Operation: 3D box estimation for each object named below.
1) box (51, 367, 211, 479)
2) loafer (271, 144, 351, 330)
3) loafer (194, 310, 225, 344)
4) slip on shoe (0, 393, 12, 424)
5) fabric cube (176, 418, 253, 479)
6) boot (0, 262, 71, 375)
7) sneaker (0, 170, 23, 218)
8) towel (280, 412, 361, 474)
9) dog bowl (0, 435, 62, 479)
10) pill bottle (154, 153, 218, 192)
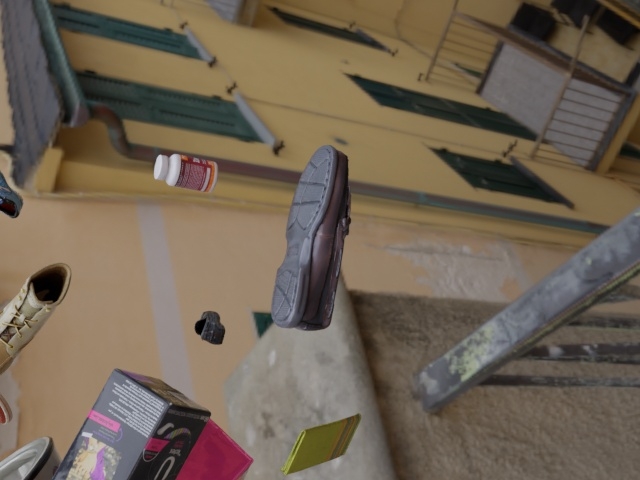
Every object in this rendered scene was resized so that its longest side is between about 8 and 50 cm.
[{"bbox_3d":[-0.348,0.391,1.385,0.143,0.165,0.270,26,83,25],"label":"box"},{"bbox_3d":[0.000,0.000,1.245,0.109,0.095,0.302,9,84,59],"label":"loafer"},{"bbox_3d":[-0.348,0.260,2.343,0.223,0.078,0.076,-147,72,-70],"label":"loafer"},{"bbox_3d":[-1.018,0.421,2.152,0.123,0.331,0.101,-35,19,46],"label":"slip on shoe"},{"bbox_3d":[-0.362,0.615,2.008,0.254,0.259,0.258,42,152,10],"label":"fabric cube"},{"bbox_3d":[-0.630,0.171,1.594,0.203,0.095,0.262,-38,13,45],"label":"boot"},{"bbox_3d":[-0.757,-0.114,1.791,0.063,0.162,0.073,-34,41,4],"label":"sneaker"},{"bbox_3d":[0.005,0.409,1.550,0.021,0.237,0.102,28,100,29],"label":"towel"},{"bbox_3d":[-0.633,0.571,1.452,0.150,0.408,0.408,52,150,-10],"label":"dog bowl"},{"bbox_3d":[-0.351,-0.178,1.997,0.086,0.152,0.086,-30,56,57],"label":"pill bottle"}]
